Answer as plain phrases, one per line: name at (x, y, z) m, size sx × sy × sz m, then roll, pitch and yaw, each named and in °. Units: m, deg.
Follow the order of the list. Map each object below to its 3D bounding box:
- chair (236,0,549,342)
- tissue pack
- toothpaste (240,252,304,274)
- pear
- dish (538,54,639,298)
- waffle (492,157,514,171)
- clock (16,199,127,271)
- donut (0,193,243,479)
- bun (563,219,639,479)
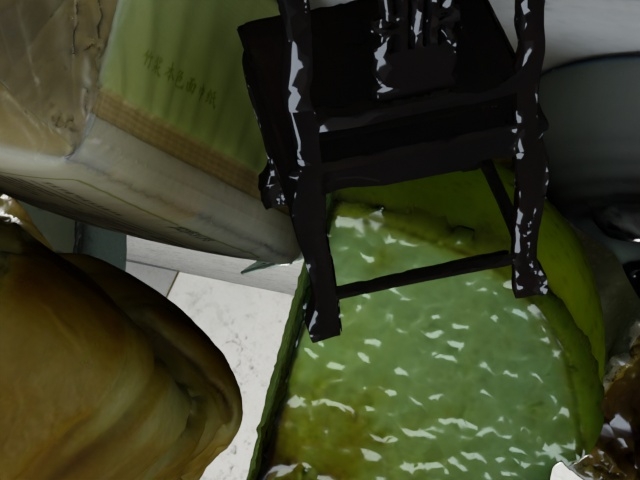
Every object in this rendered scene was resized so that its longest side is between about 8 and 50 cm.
chair at (0.027, -0.074, 0.542) m, size 0.106 × 0.113 × 0.229 m, roll -12°, pitch 135°, yaw -7°
tissue pack at (-0.103, -0.074, 0.659) m, size 0.159 × 0.125 × 0.234 m, roll 14°, pitch 174°, yaw 23°
toothpaste at (0.000, 0.000, 1.293) m, size 0.048 × 0.029 × 0.197 m, roll -14°, pitch -173°, yaw 36°
pear at (0.053, 0.068, 0.804) m, size 0.159 × 0.292 × 0.292 m, roll 14°, pitch 174°, yaw -4°
dish at (0.231, 0.007, 0.738) m, size 0.273 × 0.133 × 0.273 m, roll 11°, pitch 173°, yaw 1°
waffle at (0.035, -0.051, 0.969) m, size 0.229 × 0.051 × 0.231 m, roll 14°, pitch 173°, yaw -10°
clock at (-0.290, 0.018, 1.056) m, size 0.313 × 0.312 × 0.061 m, roll 9°, pitch 168°, yaw 24°
donut at (-0.210, 0.040, 0.707) m, size 0.360 × 0.170 × 0.360 m, roll 30°, pitch 177°, yaw 2°
bun at (0.242, 0.071, 0.965) m, size 0.281 × 0.205 × 0.281 m, roll 42°, pitch -169°, yaw -10°
